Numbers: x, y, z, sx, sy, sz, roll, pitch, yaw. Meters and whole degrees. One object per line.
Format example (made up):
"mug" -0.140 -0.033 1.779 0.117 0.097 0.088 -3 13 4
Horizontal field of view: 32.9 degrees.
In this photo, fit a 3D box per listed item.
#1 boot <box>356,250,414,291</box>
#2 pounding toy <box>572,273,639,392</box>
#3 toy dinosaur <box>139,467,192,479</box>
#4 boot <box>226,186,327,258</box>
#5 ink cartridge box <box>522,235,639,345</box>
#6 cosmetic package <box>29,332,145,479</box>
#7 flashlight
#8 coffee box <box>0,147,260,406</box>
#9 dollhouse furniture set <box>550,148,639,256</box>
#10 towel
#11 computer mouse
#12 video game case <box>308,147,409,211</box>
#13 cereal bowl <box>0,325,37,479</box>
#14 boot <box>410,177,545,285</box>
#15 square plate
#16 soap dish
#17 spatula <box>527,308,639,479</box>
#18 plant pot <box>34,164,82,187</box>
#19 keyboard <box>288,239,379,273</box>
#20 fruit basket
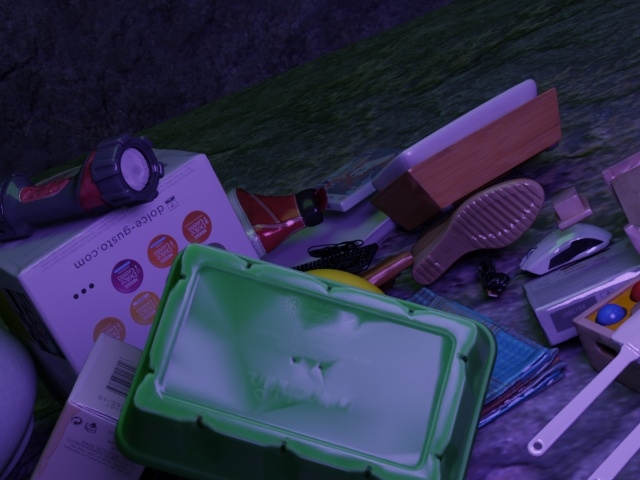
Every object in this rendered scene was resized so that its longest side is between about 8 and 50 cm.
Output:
"boot" 0.022 0.104 1.554 0.280 0.096 0.264 -29 -10 -13
"pounding toy" 0.369 0.086 1.180 0.130 0.100 0.141 -32 20 -12
"toy dinosaur" -0.167 0.334 1.249 0.218 0.164 0.322 -47 33 10
"boot" -0.079 -0.063 2.026 0.176 0.088 0.244 -29 28 -4
"ink cartridge box" 0.359 0.056 1.381 0.189 0.066 0.232 -25 -1 8
"cosmetic package" -0.282 0.283 1.274 0.310 0.113 0.160 -60 9 22
"flashlight" -0.367 -0.077 1.555 0.304 0.103 0.103 -9 29 34
"coffee box" -0.314 0.075 1.742 0.337 0.334 0.338 -36 24 -24
"dollhouse furniture set" 0.468 -0.008 1.233 0.355 0.174 0.303 -29 17 18
"towel" 0.111 0.172 1.397 0.271 0.040 0.370 -31 19 -12
"computer mouse" 0.308 0.016 1.504 0.193 0.042 0.106 -25 10 10
"video game case" 0.071 -0.119 2.063 0.201 0.023 0.183 -35 20 -23
"cereal bowl" -0.559 0.304 1.713 0.339 0.141 0.339 -37 29 25
"boot" 0.239 -0.042 1.636 0.248 0.090 0.207 -38 8 28
"square plate" 0.000 0.000 1.961 0.347 0.049 0.344 -40 24 -32
"soap dish" 0.240 -0.132 1.775 0.290 0.118 0.229 -29 -3 -16
"spatula" 0.321 0.167 1.042 0.242 0.019 0.168 -39 63 -22
"plant pot" -0.481 0.070 2.025 0.333 0.306 0.334 -24 19 9
"keyboard" -0.001 0.034 1.753 0.192 0.038 0.100 -16 23 26
"fruit basket" -0.008 0.146 1.165 0.392 0.392 0.283 -3 65 50
